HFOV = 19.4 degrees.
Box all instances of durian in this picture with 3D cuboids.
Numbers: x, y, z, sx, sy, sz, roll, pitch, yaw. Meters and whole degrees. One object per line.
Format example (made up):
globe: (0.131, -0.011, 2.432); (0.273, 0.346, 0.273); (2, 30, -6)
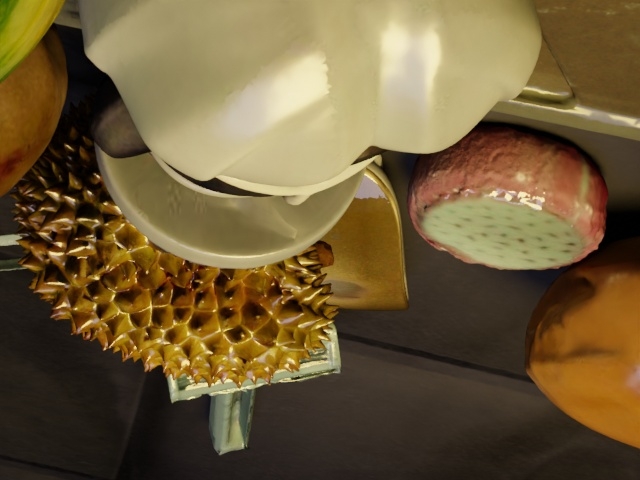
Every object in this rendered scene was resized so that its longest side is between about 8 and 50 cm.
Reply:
durian: (-0.067, -0.013, 0.905); (0.168, 0.158, 0.137); (15, 142, -6)

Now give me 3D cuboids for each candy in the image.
candy: (0.095, -0.021, 0.958); (0.103, 0.043, 0.103); (11, 159, 4)

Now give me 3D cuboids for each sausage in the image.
sausage: (0.230, 0.069, 1.009); (0.241, 0.120, 0.136); (15, 171, -11)

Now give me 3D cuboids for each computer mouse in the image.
computer mouse: (0.000, 0.001, 1.049); (0.102, 0.045, 0.199); (10, 156, 9)

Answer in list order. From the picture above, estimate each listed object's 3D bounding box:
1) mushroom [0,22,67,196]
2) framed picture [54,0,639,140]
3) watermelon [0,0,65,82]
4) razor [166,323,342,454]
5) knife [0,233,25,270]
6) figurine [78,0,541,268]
mushroom: (-0.255, -0.120, 0.704); (0.350, 0.128, 0.128); (28, 152, -21)
framed picture: (0.058, -0.162, 0.668); (0.326, 0.028, 0.446); (12, 157, -3)
watermelon: (-0.132, -0.138, 0.589); (0.127, 0.232, 0.204); (1, 162, -30)
razor: (-0.059, 0.100, 1.304); (0.111, 0.056, 0.278); (-10, 166, -9)
knife: (-0.214, -0.081, 0.923); (0.123, 0.053, 0.278); (-9, 139, 29)
figurine: (-0.003, -0.074, 0.689); (0.176, 0.133, 0.236); (-18, 170, -13)
